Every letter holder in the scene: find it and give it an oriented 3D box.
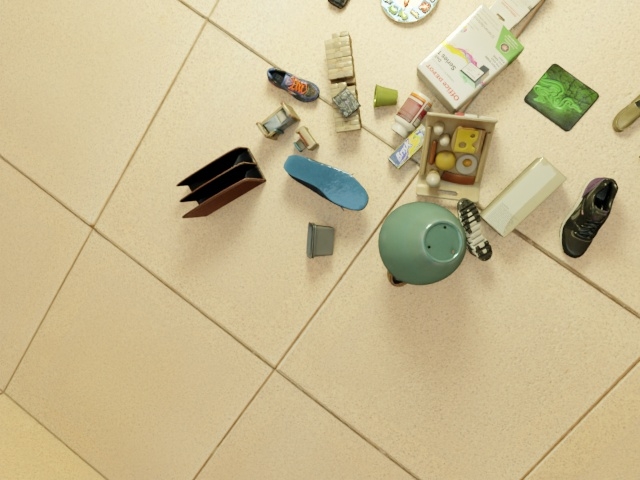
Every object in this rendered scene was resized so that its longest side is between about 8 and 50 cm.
[{"bbox_3d":[-0.396,-0.217,1.686,0.302,0.214,0.151,-28,91,15],"label":"letter holder"}]

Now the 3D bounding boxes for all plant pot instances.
[{"bbox_3d":[0.232,-0.509,1.583,0.079,0.083,0.083,4,99,0],"label":"plant pot"},{"bbox_3d":[0.355,0.007,1.452,0.291,0.195,0.289,0,88,-10],"label":"plant pot"}]

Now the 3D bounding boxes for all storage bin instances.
[{"bbox_3d":[0.000,0.000,1.699,0.091,0.098,0.135,2,98,-16],"label":"storage bin"}]

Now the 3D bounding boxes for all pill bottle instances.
[{"bbox_3d":[0.315,-0.440,1.565,0.086,0.086,0.152,37,103,5],"label":"pill bottle"}]

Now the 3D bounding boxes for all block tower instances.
[{"bbox_3d":[0.083,-0.556,1.598,0.091,0.097,0.335,-6,94,13],"label":"block tower"}]

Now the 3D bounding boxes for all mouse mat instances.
[{"bbox_3d":[0.804,-0.477,1.493,0.190,0.007,0.152,39,104,6],"label":"mouse mat"}]

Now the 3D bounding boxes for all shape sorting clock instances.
[{"bbox_3d":[0.306,-0.855,1.534,0.207,0.040,0.206,2,98,12],"label":"shape sorting clock"}]

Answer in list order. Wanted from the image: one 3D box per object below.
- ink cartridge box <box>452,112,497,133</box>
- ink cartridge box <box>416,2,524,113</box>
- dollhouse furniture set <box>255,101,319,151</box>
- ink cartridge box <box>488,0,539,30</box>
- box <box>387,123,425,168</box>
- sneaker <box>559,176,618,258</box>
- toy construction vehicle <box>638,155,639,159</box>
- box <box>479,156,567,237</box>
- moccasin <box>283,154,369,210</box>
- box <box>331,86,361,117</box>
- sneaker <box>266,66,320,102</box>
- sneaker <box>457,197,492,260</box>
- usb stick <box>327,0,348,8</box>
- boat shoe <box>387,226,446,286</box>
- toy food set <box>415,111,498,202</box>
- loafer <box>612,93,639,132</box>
[{"bbox_3d":[0.518,-0.393,1.519,0.136,0.099,0.056,11,100,11],"label":"ink cartridge box"},{"bbox_3d":[0.488,-0.595,1.489,0.278,0.117,0.201,-42,87,15],"label":"ink cartridge box"},{"bbox_3d":[-0.119,-0.390,1.645,0.129,0.129,0.183,-36,89,15],"label":"dollhouse furniture set"},{"bbox_3d":[0.641,-0.777,1.460,0.180,0.060,0.104,-44,87,14],"label":"ink cartridge box"},{"bbox_3d":[0.319,-0.333,1.595,0.059,0.054,0.169,46,105,3],"label":"box"},{"bbox_3d":[0.880,-0.074,1.469,0.107,0.124,0.283,18,101,10],"label":"sneaker"},{"bbox_3d":[1.084,-0.271,1.448,0.086,0.035,0.098,-43,90,3],"label":"toy construction vehicle"},{"bbox_3d":[0.680,-0.146,1.520,0.113,0.094,0.275,45,104,3],"label":"box"},{"bbox_3d":[0.031,-0.220,1.647,0.342,0.117,0.137,34,91,11],"label":"moccasin"},{"bbox_3d":[0.090,-0.478,1.548,0.067,0.018,0.083,-38,88,13],"label":"box"},{"bbox_3d":[-0.107,-0.571,1.640,0.221,0.087,0.083,24,103,9],"label":"sneaker"},{"bbox_3d":[0.516,-0.039,1.561,0.078,0.106,0.234,-28,103,-11],"label":"sneaker"},{"bbox_3d":[0.119,-0.953,1.560,0.077,0.045,0.277,32,103,0],"label":"usb stick"},{"bbox_3d":[0.353,0.038,1.605,0.123,0.116,0.324,30,103,7],"label":"boat shoe"},{"bbox_3d":[0.449,-0.276,1.502,0.220,0.092,0.305,9,129,12],"label":"toy food set"},{"bbox_3d":[1.004,-0.415,1.434,0.056,0.050,0.148,37,103,6],"label":"loafer"}]
